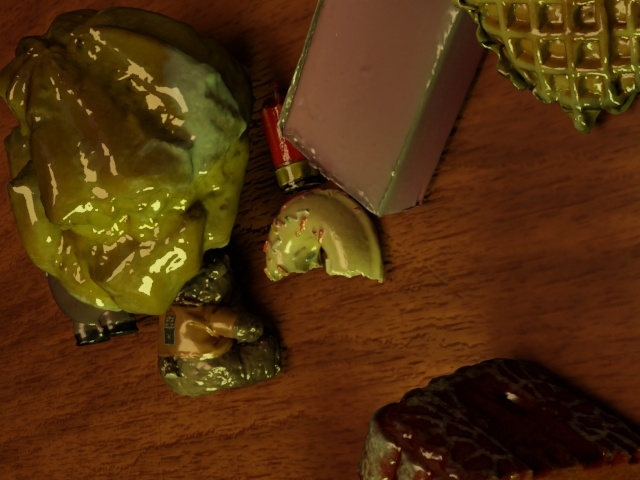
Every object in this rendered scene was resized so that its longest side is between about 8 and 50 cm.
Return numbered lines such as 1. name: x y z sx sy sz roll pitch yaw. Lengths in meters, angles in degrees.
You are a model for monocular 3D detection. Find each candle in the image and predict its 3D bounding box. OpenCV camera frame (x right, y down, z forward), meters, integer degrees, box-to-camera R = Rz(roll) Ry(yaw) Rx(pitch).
1. candle: -0.038 -0.120 1.448 0.052 0.052 0.131 -21 84 47

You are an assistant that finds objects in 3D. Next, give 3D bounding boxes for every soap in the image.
1. soap: 0.066 -0.181 1.299 0.181 0.081 0.259 40 125 31

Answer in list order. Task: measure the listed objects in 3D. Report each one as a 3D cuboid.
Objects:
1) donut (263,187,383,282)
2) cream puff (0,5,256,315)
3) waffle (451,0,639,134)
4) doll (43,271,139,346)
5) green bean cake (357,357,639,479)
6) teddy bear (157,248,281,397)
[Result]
1. donut: -0.002 -0.004 1.427 0.166 0.065 0.108 3 102 46
2. cream puff: -0.256 -0.114 1.470 0.378 0.275 0.378 -25 56 45
3. waffle: 0.228 -0.216 1.105 0.208 0.054 0.214 46 127 3
4. doll: -0.326 0.014 1.736 0.182 0.117 0.257 -17 88 30
5. green bean cake: 0.169 0.203 1.180 0.198 0.232 0.097 38 129 39
6. teddy bear: -0.147 0.099 1.565 0.177 0.140 0.190 -11 83 50
